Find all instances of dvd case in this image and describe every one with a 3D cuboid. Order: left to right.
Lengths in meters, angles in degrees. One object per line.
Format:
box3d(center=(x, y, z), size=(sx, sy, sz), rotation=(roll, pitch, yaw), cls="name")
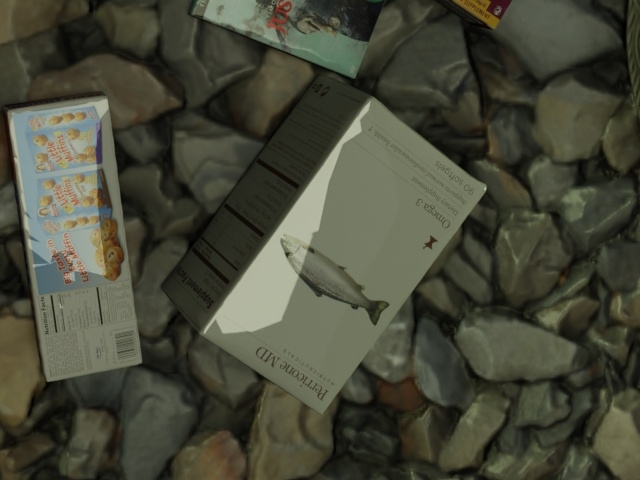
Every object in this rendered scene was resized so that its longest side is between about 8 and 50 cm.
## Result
box3d(center=(-0.015, -0.164, 1.025), size=(0.119, 0.013, 0.087), rotation=(20, 96, -21), cls="dvd case")

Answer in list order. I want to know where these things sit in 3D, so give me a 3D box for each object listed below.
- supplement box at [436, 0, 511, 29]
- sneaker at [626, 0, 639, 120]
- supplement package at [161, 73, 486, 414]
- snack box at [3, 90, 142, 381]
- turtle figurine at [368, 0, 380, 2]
box3d(center=(0.107, -0.188, 1.046), size=(0.055, 0.043, 0.083), rotation=(29, 92, -22), cls="supplement box")
box3d(center=(0.296, -0.205, 1.060), size=(0.148, 0.131, 0.350), rotation=(-3, 104, -14), cls="sneaker")
box3d(center=(0.000, 0.000, 1.021), size=(0.105, 0.105, 0.179), rotation=(36, 90, -24), cls="supplement package")
box3d(center=(-0.156, -0.002, 1.011), size=(0.064, 0.022, 0.178), rotation=(-10, 106, -16), cls="snack box")
box3d(center=(-0.008, -0.219, 0.948), size=(0.175, 0.118, 0.234), rotation=(-41, 90, -24), cls="turtle figurine")
